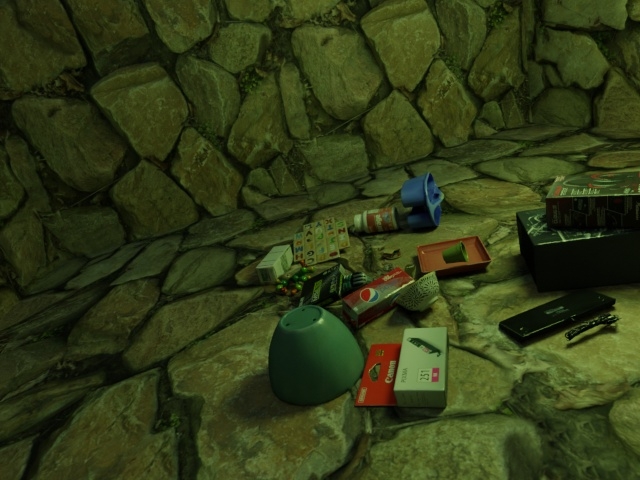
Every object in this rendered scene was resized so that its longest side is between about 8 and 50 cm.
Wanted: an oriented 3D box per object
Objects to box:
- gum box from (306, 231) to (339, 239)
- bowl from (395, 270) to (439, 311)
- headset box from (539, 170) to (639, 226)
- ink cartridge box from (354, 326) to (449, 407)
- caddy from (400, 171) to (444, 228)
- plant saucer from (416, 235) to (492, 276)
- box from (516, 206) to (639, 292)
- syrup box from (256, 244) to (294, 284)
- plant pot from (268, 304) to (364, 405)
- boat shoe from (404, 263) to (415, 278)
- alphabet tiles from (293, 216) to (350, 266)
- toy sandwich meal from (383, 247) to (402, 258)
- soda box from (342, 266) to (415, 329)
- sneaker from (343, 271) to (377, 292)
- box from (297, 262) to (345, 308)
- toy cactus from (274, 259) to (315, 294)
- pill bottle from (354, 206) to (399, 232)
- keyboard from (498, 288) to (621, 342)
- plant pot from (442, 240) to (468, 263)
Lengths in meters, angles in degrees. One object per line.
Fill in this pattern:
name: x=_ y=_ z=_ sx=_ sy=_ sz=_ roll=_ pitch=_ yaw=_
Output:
gum box: x=0.021 y=-0.014 z=2.332 sx=0.188 sy=0.062 sz=0.107 roll=-11 pitch=21 yaw=12
bowl: x=0.343 y=0.187 z=1.500 sx=0.170 sy=0.170 sz=0.080 roll=-27 pitch=67 yaw=-29
headset box: x=0.876 y=-0.133 z=1.443 sx=0.293 sy=0.110 sz=0.218 roll=2 pitch=26 yaw=38
ink cartridge box: x=0.230 y=0.344 z=1.238 sx=0.239 sy=0.060 sz=0.275 roll=-6 pitch=22 yaw=20
caddy: x=0.523 y=-0.199 z=2.213 sx=0.179 sy=0.241 sz=0.341 roll=-11 pitch=20 yaw=23
plant saucer: x=0.525 y=0.069 z=1.776 sx=0.259 sy=0.048 sz=0.258 roll=-12 pitch=20 yaw=12
box: x=0.874 y=0.006 z=1.500 sx=0.343 sy=0.179 sz=0.312 roll=-9 pitch=22 yaw=16
syrup box: x=-0.211 y=0.113 z=2.115 sx=0.096 sy=0.093 sz=0.237 roll=-7 pitch=22 yaw=20
plant pot: x=-0.031 y=0.308 z=1.318 sx=0.290 sy=0.195 sz=0.290 roll=-13 pitch=20 yaw=5
boat shoe: x=0.332 y=0.150 z=1.716 sx=0.056 sy=0.048 sz=0.153 roll=7 pitch=34 yaw=21
alphabet tiles: x=0.000 y=0.000 z=2.238 sx=0.285 sy=0.011 sz=0.342 roll=-15 pitch=36 yaw=7
toy sandwich meal: x=0.320 y=0.056 z=1.980 sx=0.085 sy=0.029 sz=0.085 roll=-13 pitch=20 yaw=5
soda box: x=0.204 y=0.199 z=1.563 sx=0.263 sy=0.083 sz=0.092 roll=-25 pitch=46 yaw=-25
sneaker: x=0.117 y=0.179 z=1.776 sx=0.098 sy=0.083 sz=0.223 roll=19 pitch=-21 yaw=-39
box: x=0.004 y=0.190 z=1.713 sx=0.184 sy=0.045 sz=0.191 roll=-26 pitch=24 yaw=22
toy cactus: x=-0.130 y=0.162 z=1.943 sx=0.219 sy=0.112 sz=0.180 roll=-41 pitch=21 yaw=-34
pill bottle: x=0.288 y=-0.101 z=2.289 sx=0.216 sy=0.121 sz=0.121 roll=-8 pitch=21 yaw=21
keyboard: x=0.696 y=0.223 z=1.267 sx=0.317 sy=0.033 sz=0.201 roll=-19 pitch=14 yaw=-9
plant pot: x=0.501 y=0.053 z=1.668 sx=0.079 sy=0.083 sz=0.083 roll=-19 pitch=17 yaw=26
